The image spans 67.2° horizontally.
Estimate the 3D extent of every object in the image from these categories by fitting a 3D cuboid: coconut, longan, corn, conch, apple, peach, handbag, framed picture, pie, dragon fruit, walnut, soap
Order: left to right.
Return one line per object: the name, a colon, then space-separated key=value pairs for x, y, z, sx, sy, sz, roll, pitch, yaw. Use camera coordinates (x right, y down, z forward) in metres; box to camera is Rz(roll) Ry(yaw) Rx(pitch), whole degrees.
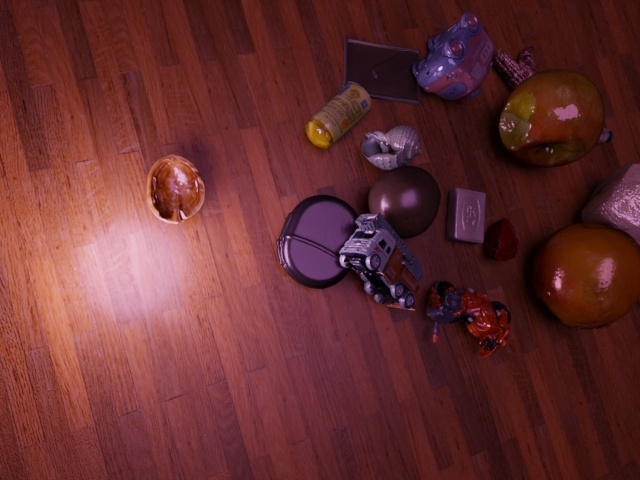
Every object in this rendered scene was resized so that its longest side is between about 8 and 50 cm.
walnut: x=-0.429 y=-0.146 z=1.445 sx=0.167 sy=0.087 sz=0.211 roll=-4 pitch=81 yaw=-8
handbag: x=0.000 y=0.000 z=1.531 sx=0.254 sy=0.093 sz=0.307 roll=24 pitch=77 yaw=-11
framed picture: x=0.222 y=-0.601 z=1.715 sx=0.290 sy=0.016 sz=0.213 roll=3 pitch=81 yaw=-14
conch: x=0.244 y=-0.305 z=1.620 sx=0.131 sy=0.200 sz=0.172 roll=41 pitch=71 yaw=-42
longan: x=0.279 y=-0.125 z=1.562 sx=0.249 sy=0.248 sz=0.248 roll=2 pitch=82 yaw=-14
soap: x=0.509 y=-0.083 z=1.690 sx=0.122 sy=0.064 sz=0.183 roll=8 pitch=81 yaw=-16
dragon fruit: x=0.640 y=0.013 z=1.706 sx=0.106 sy=0.083 sz=0.162 roll=26 pitch=67 yaw=-23
corn: x=0.738 y=-0.625 z=1.823 sx=0.079 sy=0.079 sz=0.237 roll=-40 pitch=91 yaw=-16
pie: x=0.807 y=-0.670 z=1.866 sx=0.092 sy=0.034 sz=0.169 roll=-12 pitch=86 yaw=-19
apple: x=0.802 y=-0.428 z=1.682 sx=0.340 sy=0.339 sz=0.339 roll=2 pitch=82 yaw=-14
peach: x=0.913 y=0.113 z=1.636 sx=0.373 sy=0.290 sz=0.372 roll=-8 pitch=71 yaw=24
coconut: x=1.122 y=-0.111 z=1.735 sx=0.255 sy=0.297 sz=0.297 roll=42 pitch=74 yaw=7

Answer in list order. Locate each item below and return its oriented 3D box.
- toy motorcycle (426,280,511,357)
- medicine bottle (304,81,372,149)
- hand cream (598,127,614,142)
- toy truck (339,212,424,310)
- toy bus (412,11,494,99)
toy motorcycle: x=0.502 y=0.266 z=1.606 sx=0.326 sy=0.147 sz=0.221 roll=21 pitch=55 yaw=-13
medicine bottle: x=0.055 y=-0.407 z=1.593 sx=0.124 sy=0.124 sz=0.239 roll=45 pitch=75 yaw=-4
hand cream: x=1.003 y=-0.423 z=1.871 sx=0.276 sy=0.059 sz=0.095 roll=6 pitch=79 yaw=-9
toy truck: x=0.197 y=0.061 z=1.499 sx=0.338 sy=0.133 sz=0.184 roll=48 pitch=62 yaw=-31
toy bus: x=0.491 y=-0.625 z=1.701 sx=0.232 sy=0.197 sz=0.294 roll=38 pitch=68 yaw=-19
